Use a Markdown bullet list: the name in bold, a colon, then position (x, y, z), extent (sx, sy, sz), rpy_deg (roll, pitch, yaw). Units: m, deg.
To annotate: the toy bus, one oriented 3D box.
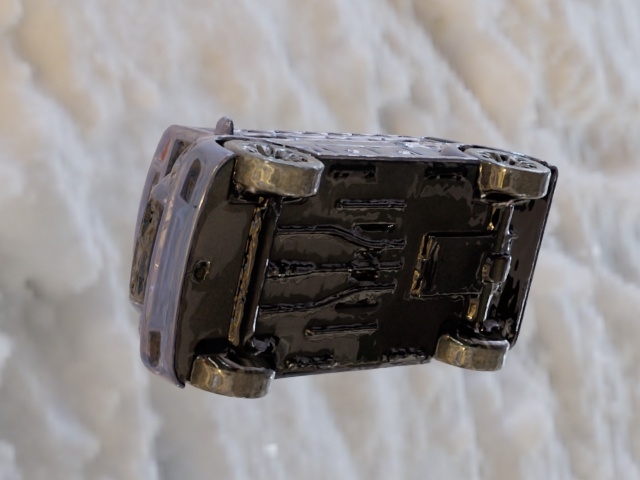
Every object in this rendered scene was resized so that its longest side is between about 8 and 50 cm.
- **toy bus**: position (0.000, 0.000, 1.050), extent (0.292, 0.133, 0.125), rpy_deg (-2, 109, -49)
